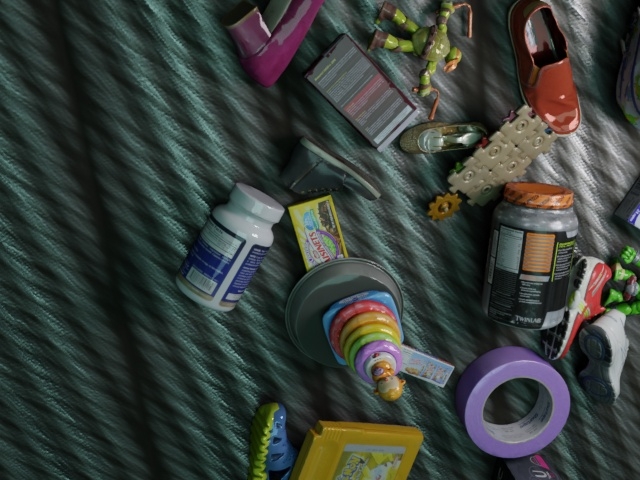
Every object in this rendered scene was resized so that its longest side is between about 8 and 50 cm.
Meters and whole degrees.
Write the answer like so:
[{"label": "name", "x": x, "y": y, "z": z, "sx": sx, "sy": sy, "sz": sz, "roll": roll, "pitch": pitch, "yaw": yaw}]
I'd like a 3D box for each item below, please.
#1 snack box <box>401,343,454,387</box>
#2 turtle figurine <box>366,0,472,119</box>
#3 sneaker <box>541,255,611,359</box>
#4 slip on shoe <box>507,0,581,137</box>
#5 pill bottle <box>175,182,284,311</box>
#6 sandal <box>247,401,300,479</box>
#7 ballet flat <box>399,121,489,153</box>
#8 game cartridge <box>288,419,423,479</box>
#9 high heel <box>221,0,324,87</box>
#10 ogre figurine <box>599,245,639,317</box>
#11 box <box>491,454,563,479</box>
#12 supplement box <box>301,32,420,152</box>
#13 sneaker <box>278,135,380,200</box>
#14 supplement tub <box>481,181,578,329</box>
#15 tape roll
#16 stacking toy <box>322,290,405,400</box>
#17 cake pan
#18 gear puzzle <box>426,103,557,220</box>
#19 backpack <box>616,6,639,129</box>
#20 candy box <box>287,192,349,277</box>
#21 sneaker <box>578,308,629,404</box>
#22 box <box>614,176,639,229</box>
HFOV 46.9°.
[{"label": "snack box", "x": 0.245, "y": 0.311, "z": 1.858, "sx": 0.178, "sy": 0.022, "sz": 0.064, "roll": 23, "pitch": 102, "yaw": -13}, {"label": "turtle figurine", "x": 0.215, "y": -0.412, "z": 1.589, "sx": 0.218, "sy": 0.087, "sz": 0.269, "roll": 18, "pitch": 92, "yaw": -9}, {"label": "sneaker", "x": 0.643, "y": 0.177, "z": 1.829, "sx": 0.119, "sy": 0.107, "sz": 0.278, "roll": 14, "pitch": 105, "yaw": -17}, {"label": "slip on shoe", "x": 0.506, "y": -0.379, "z": 1.645, "sx": 0.123, "sy": 0.101, "sz": 0.331, "roll": -24, "pitch": 109, "yaw": -2}, {"label": "pill bottle", "x": -0.198, "y": 0.013, "z": 1.644, "sx": 0.153, "sy": 0.153, "sz": 0.264, "roll": 29, "pitch": 101, "yaw": -14}, {"label": "sandal", "x": -0.107, "y": 0.540, "z": 1.839, "sx": 0.138, "sy": 0.126, "sz": 0.317, "roll": 0, "pitch": 114, "yaw": -14}, {"label": "ballet flat", "x": 0.285, "y": -0.234, "z": 1.676, "sx": 0.206, "sy": 0.067, "sz": 0.073, "roll": -10, "pitch": 108, "yaw": -4}, {"label": "game cartridge", "x": 0.077, "y": 0.590, "z": 1.855, "sx": 0.324, "sy": 0.053, "sz": 0.285, "roll": 11, "pitch": 106, "yaw": -31}, {"label": "high heel", "x": -0.024, "y": -0.494, "z": 1.563, "sx": 0.377, "sy": 0.127, "sz": 0.181, "roll": -34, "pitch": 136, "yaw": -1}, {"label": "ogre figurine", "x": 0.774, "y": 0.117, "z": 1.831, "sx": 0.118, "sy": 0.097, "sz": 0.196, "roll": 12, "pitch": 94, "yaw": 1}, {"label": "box", "x": 0.531, "y": 0.720, "z": 1.941, "sx": 0.144, "sy": 0.165, "sz": 0.270, "roll": 7, "pitch": 106, "yaw": -9}, {"label": "supplement box", "x": 0.088, "y": -0.323, "z": 1.622, "sx": 0.130, "sy": 0.073, "sz": 0.239, "roll": -45, "pitch": 108, "yaw": 6}, {"label": "sneaker", "x": 0.021, "y": -0.132, "z": 1.675, "sx": 0.222, "sy": 0.083, "sz": 0.118, "roll": 33, "pitch": 106, "yaw": -8}, {"label": "supplement tub", "x": 0.487, "y": 0.031, "z": 1.716, "sx": 0.194, "sy": 0.193, "sz": 0.315, "roll": 2, "pitch": 106, "yaw": -8}, {"label": "tape roll", "x": 0.488, "y": 0.413, "z": 1.885, "sx": 0.275, "sy": 0.090, "sz": 0.274, "roll": -2, "pitch": 107, "yaw": -6}, {"label": "stacking toy", "x": 0.118, "y": 0.251, "z": 1.606, "sx": 0.175, "sy": 0.302, "sz": 0.165, "roll": -19, "pitch": 115, "yaw": -1}, {"label": "cake pan", "x": 0.064, "y": 0.183, "z": 1.764, "sx": 0.293, "sy": 0.054, "sz": 0.293, "roll": -4, "pitch": 113, "yaw": -9}, {"label": "gear puzzle", "x": 0.379, "y": -0.165, "z": 1.704, "sx": 0.339, "sy": 0.044, "sz": 0.175, "roll": -45, "pitch": 134, "yaw": 19}, {"label": "backpack", "x": 0.803, "y": -0.402, "z": 1.616, "sx": 0.290, "sy": 0.273, "sz": 0.355, "roll": 12, "pitch": 83, "yaw": -13}, {"label": "candy box", "x": 0.000, "y": 0.000, "z": 1.731, "sx": 0.105, "sy": 0.027, "sz": 0.205, "roll": -16, "pitch": 108, "yaw": 0}, {"label": "sneaker", "x": 0.727, "y": 0.299, "z": 1.854, "sx": 0.129, "sy": 0.111, "sz": 0.297, "roll": -36, "pitch": 135, "yaw": -25}, {"label": "box", "x": 0.814, "y": -0.076, "z": 1.789, "sx": 0.137, "sy": 0.072, "sz": 0.126, "roll": 29, "pitch": 102, "yaw": -15}]
